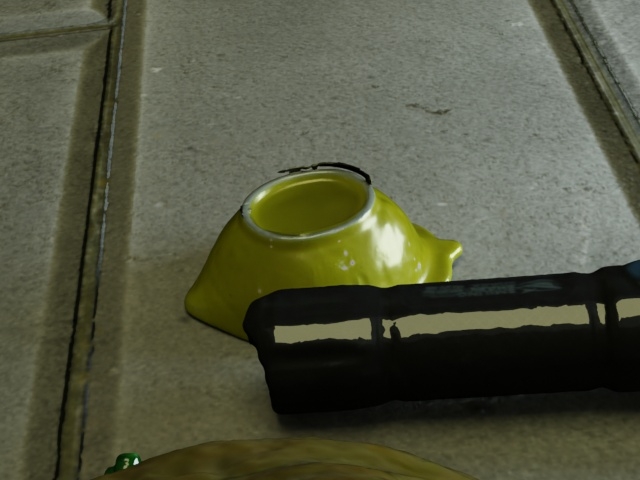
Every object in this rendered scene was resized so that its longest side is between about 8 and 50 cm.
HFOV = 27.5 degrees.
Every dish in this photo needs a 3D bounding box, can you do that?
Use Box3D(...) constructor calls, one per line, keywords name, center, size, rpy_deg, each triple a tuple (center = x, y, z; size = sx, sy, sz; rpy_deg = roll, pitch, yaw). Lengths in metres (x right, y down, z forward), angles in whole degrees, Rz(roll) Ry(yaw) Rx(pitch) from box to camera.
Box3D(name="dish", center=(0.000, 0.000, 0.930), size=(0.207, 0.080, 0.149), rpy_deg=(-14, 36, -9))

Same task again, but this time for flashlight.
Box3D(name="flashlight", center=(0.165, 0.054, 0.818), size=(0.423, 0.103, 0.103), rpy_deg=(-3, 35, 5))

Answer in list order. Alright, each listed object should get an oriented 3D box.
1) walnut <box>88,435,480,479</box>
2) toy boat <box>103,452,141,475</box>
Box3D(name="walnut", center=(-0.018, 0.192, 0.528), size=(0.282, 0.283, 0.227), rpy_deg=(-13, 65, -10))
Box3D(name="toy boat", center=(-0.147, 0.195, 0.664), size=(0.088, 0.089, 0.229), rpy_deg=(37, 42, 18))
